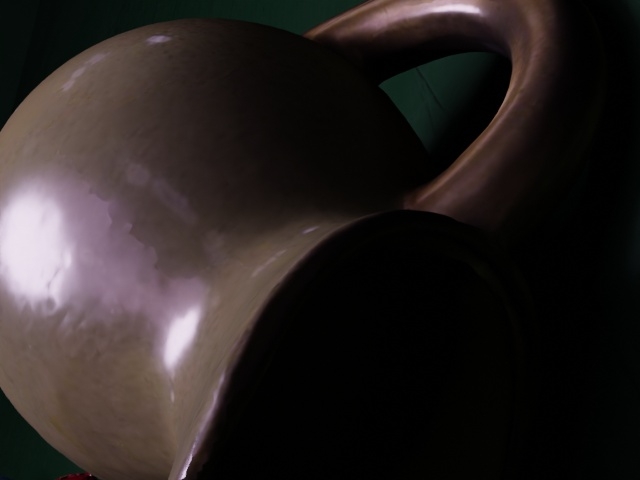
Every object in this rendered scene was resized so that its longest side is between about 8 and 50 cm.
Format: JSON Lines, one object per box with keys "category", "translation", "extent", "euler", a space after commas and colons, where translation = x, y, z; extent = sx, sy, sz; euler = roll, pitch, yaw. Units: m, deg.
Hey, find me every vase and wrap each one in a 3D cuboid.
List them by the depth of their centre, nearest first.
{"category": "vase", "translation": [0.000, 0.000, 0.607], "extent": [0.329, 0.241, 0.302], "euler": [-48, 34, -1]}

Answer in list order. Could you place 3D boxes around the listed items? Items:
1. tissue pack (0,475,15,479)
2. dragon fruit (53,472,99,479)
{"category": "tissue pack", "translation": [-0.419, 0.395, 1.421], "extent": [0.198, 0.206, 0.287], "euler": [-153, 81, -71]}
{"category": "dragon fruit", "translation": [-0.232, 0.297, 1.163], "extent": [0.094, 0.094, 0.190], "euler": [136, 140, -55]}
